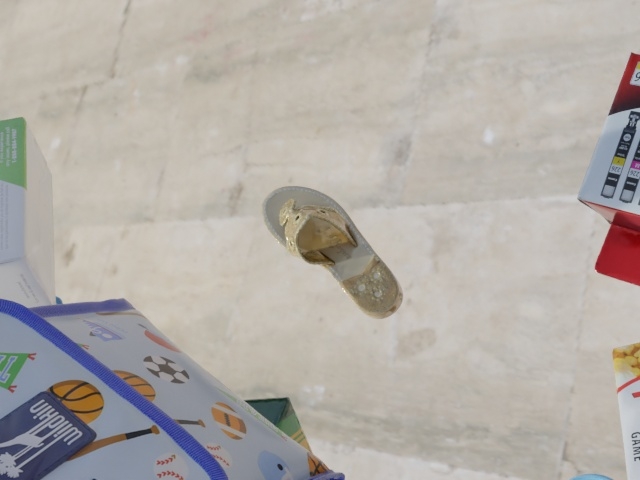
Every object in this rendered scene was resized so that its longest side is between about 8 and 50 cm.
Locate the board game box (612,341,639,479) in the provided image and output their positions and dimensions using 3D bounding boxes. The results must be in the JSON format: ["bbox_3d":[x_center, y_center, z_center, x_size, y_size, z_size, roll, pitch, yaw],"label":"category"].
[{"bbox_3d":[0.178,0.158,0.457,0.045,0.147,0.193,-18,45,25],"label":"board game box"}]

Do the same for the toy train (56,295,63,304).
[{"bbox_3d":[-0.411,0.126,1.491,0.080,0.184,0.105,20,88,38],"label":"toy train"}]

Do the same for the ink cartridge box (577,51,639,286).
[{"bbox_3d":[0.490,-0.058,1.279,0.309,0.130,0.272,18,86,37],"label":"ink cartridge box"}]

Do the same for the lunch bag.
[{"bbox_3d":[-0.210,0.216,0.946,0.328,0.385,0.239,35,105,23],"label":"lunch bag"}]

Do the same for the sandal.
[{"bbox_3d":[0.005,-0.005,1.281,0.088,0.079,0.240,-45,61,-3],"label":"sandal"}]

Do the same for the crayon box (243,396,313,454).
[{"bbox_3d":[-0.084,0.379,1.342,0.081,0.202,0.318,-7,33,23],"label":"crayon box"}]

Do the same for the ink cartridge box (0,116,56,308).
[{"bbox_3d":[-0.495,-0.001,1.217,0.353,0.119,0.207,-10,57,-1],"label":"ink cartridge box"}]

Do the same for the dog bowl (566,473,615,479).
[{"bbox_3d":[0.382,0.470,1.516,0.166,0.074,0.297,-9,48,36],"label":"dog bowl"}]
